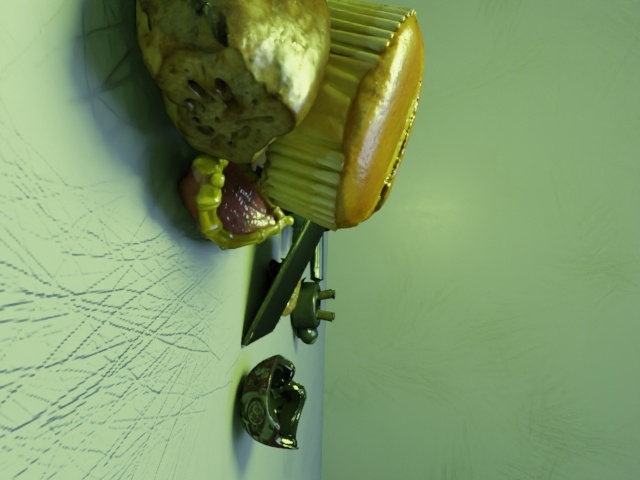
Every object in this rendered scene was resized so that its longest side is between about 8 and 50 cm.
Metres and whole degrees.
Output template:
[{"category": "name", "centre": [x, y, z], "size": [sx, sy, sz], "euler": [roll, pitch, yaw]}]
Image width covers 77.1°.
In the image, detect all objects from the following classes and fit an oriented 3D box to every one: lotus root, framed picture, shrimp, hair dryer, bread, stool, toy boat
[{"category": "lotus root", "centre": [-0.094, -0.226, 0.403], "size": [0.193, 0.193, 0.290], "euler": [81, 4, -60]}, {"category": "framed picture", "centre": [-0.056, 0.062, 0.887], "size": [0.338, 0.014, 0.255], "euler": [-63, 172, -1]}, {"category": "shrimp", "centre": [-0.094, 0.114, 1.035], "size": [0.267, 0.061, 0.145], "euler": [83, 19, -67]}, {"category": "hair dryer", "centre": [0.000, 0.000, 1.333], "size": [0.244, 0.116, 0.302], "euler": [34, 55, -66]}, {"category": "bread", "centre": [0.041, -0.156, 0.534], "size": [0.204, 0.156, 0.288], "euler": [29, 81, -77]}, {"category": "stool", "centre": [-0.022, 0.236, 1.363], "size": [0.153, 0.139, 0.227], "euler": [-79, 166, -53]}, {"category": "toy boat", "centre": [-0.118, -0.055, 0.554], "size": [0.318, 0.099, 0.140], "euler": [33, 62, -80]}]

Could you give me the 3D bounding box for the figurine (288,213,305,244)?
[{"category": "figurine", "centre": [0.010, -0.083, 1.151], "size": [0.140, 0.266, 0.192], "euler": [-138, -135, -71]}]

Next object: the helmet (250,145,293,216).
[{"category": "helmet", "centre": [-0.061, -0.157, 0.828], "size": [0.198, 0.154, 0.253], "euler": [-53, -166, 14]}]

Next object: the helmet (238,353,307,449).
[{"category": "helmet", "centre": [-0.102, 0.312, 0.774], "size": [0.153, 0.107, 0.176], "euler": [-73, 145, -59]}]
